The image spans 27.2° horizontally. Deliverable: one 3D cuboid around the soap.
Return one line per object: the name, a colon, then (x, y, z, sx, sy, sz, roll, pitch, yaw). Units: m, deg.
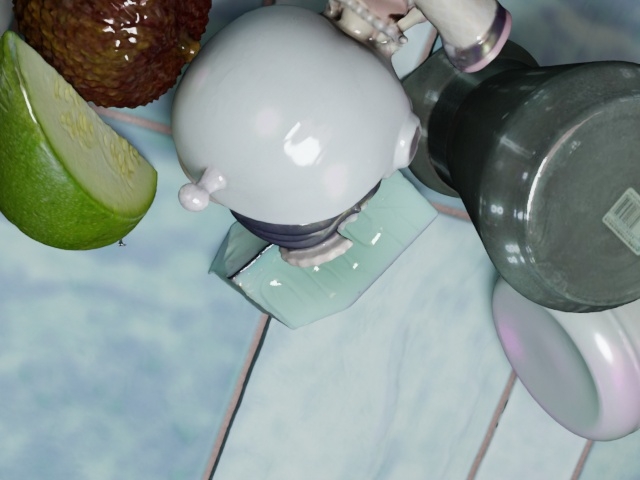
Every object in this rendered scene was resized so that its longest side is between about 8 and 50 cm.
soap: (0.000, 0.000, 1.484, 0.230, 0.091, 0.145, -47, 117, 0)

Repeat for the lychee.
lychee: (-0.199, -0.221, 1.287, 0.195, 0.194, 0.194, -6, 111, -17)

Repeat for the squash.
squash: (-0.225, -0.079, 1.268, 0.203, 0.288, 0.111, 4, 68, -20)

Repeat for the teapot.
teapot: (0.254, -0.085, 1.400, 0.300, 0.344, 0.253, 16, 104, -24)

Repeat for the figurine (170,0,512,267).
figurine: (-0.009, -0.175, 1.336, 0.361, 0.253, 0.211, -56, 146, 7)

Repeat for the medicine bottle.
medicine bottle: (0.383, 0.069, 1.558, 0.302, 0.241, 0.241, -29, 116, -18)
